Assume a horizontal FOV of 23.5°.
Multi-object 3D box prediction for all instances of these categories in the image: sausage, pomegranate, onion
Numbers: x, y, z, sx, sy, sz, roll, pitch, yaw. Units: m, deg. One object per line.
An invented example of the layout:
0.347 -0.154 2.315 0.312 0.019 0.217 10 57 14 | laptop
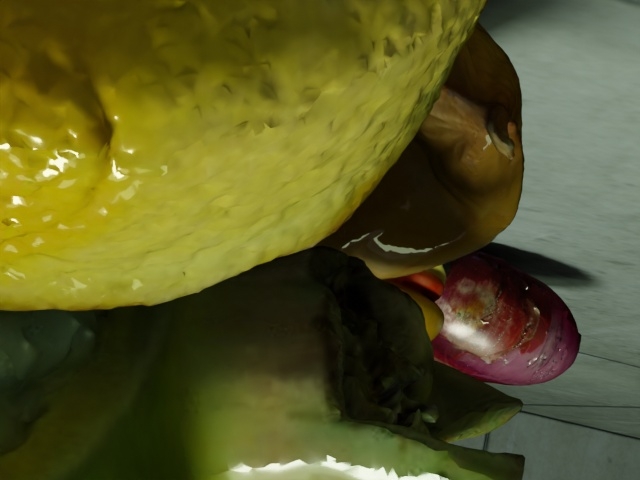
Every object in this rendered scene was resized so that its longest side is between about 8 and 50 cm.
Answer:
-0.006 -0.038 0.570 0.112 0.112 0.328 16 171 -25 | sausage
-0.107 0.063 0.478 0.341 0.260 0.260 1 170 9 | pomegranate
0.095 0.075 1.077 0.150 0.140 0.150 29 177 2 | onion

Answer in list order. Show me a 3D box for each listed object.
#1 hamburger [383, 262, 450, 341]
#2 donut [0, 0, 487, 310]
0.000 0.000 0.795 0.162 0.115 0.162 11 171 2 | hamburger
-0.069 -0.063 0.362 0.259 0.152 0.101 12 165 -14 | donut
